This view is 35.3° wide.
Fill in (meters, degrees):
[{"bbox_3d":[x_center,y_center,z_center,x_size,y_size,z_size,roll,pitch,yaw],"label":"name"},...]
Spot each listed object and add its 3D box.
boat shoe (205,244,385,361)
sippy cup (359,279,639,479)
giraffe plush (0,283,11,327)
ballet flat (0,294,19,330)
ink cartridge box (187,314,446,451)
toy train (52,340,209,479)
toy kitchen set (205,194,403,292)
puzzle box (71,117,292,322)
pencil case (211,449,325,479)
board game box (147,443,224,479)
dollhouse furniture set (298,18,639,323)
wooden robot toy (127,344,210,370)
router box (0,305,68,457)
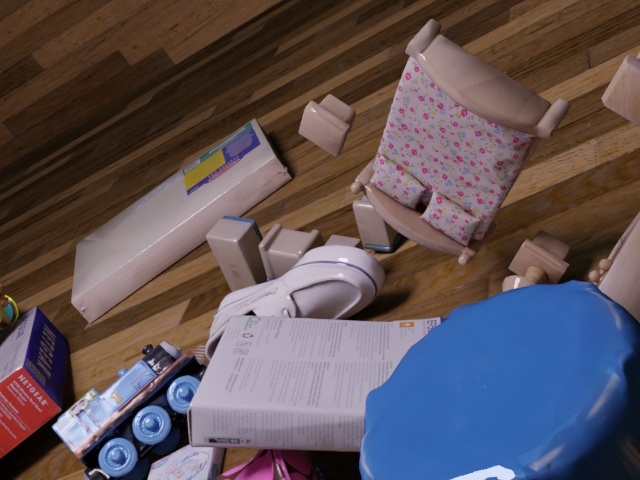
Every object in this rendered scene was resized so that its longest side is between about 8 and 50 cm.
[{"bbox_3d":[-0.033,0.086,1.136,0.258,0.095,0.084,-30,25,43],"label":"boat shoe"},{"bbox_3d":[0.143,0.153,0.566,0.240,0.224,0.305,-45,24,-22],"label":"sippy cup"},{"bbox_3d":[-0.554,0.123,1.502,0.170,0.210,0.181,-5,-5,-10],"label":"giraffe plush"},{"bbox_3d":[-0.634,0.142,1.898,0.231,0.077,0.077,-25,9,31],"label":"ballet flat"},{"bbox_3d":[0.009,0.127,0.930,0.223,0.045,0.223,0,16,5],"label":"ink cartridge box"},{"bbox_3d":[-0.202,0.190,1.121,0.184,0.105,0.080,-43,-19,-14],"label":"toy train"},{"bbox_3d":[0.000,0.000,1.251,0.207,0.122,0.166,10,47,34],"label":"toy kitchen set"},{"bbox_3d":[-0.244,-0.045,1.719,0.408,0.052,0.272,-35,22,3],"label":"puzzle box"},{"bbox_3d":[-0.097,0.251,0.893,0.209,0.095,0.098,-30,59,10],"label":"pencil case"},{"bbox_3d":[-0.144,0.250,1.049,0.090,0.020,0.090,-29,24,17],"label":"board game box"},{"bbox_3d":[0.119,-0.053,0.813,0.174,0.355,0.303,-50,-12,-32],"label":"dollhouse furniture set"},{"bbox_3d":[-0.196,0.178,1.186,0.173,0.079,0.076,-43,23,-13],"label":"wooden robot toy"},{"bbox_3d":[-0.506,0.252,1.435,0.301,0.082,0.335,-38,16,-4],"label":"router box"}]
